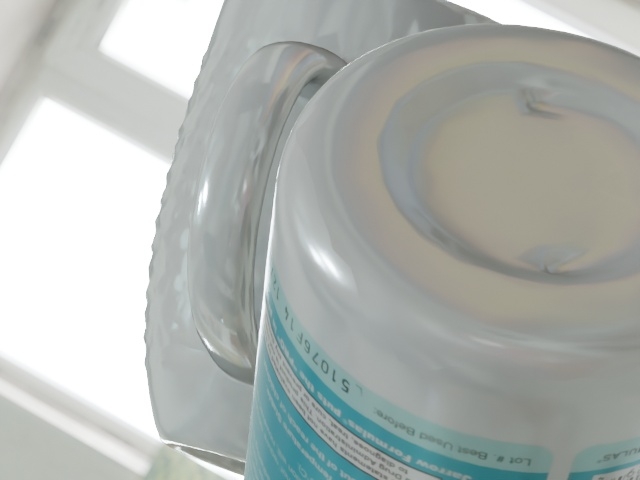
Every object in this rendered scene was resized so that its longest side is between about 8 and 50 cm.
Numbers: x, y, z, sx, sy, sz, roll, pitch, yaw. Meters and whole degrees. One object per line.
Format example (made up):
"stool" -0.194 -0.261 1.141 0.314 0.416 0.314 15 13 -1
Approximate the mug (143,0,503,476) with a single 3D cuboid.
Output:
"mug" 0.000 0.000 1.252 0.374 0.276 0.328 45 -119 -67

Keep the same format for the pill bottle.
"pill bottle" 0.048 0.069 0.597 0.146 0.146 0.264 -55 -18 -41
